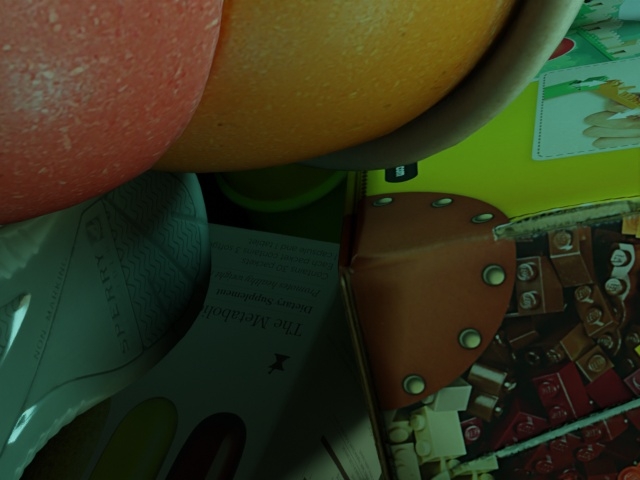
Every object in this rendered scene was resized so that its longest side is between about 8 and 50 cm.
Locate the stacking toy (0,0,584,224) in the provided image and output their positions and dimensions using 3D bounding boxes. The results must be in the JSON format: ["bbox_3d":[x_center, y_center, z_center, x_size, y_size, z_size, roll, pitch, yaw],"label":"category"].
[{"bbox_3d":[-0.179,-0.104,0.398,0.480,0.351,0.350,-30,125,-33],"label":"stacking toy"}]

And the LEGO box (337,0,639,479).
[{"bbox_3d":[0.214,-0.029,0.733,0.500,0.372,0.193,-82,161,-68],"label":"LEGO box"}]

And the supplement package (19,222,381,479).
[{"bbox_3d":[-0.065,0.128,0.745,0.244,0.139,0.134,-66,149,-29],"label":"supplement package"}]

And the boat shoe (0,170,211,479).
[{"bbox_3d":[-0.160,0.041,0.525,0.320,0.103,0.118,-40,124,-53],"label":"boat shoe"}]

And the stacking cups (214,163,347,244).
[{"bbox_3d":[0.000,0.000,0.911,0.316,0.096,0.096,68,40,-52],"label":"stacking cups"}]
